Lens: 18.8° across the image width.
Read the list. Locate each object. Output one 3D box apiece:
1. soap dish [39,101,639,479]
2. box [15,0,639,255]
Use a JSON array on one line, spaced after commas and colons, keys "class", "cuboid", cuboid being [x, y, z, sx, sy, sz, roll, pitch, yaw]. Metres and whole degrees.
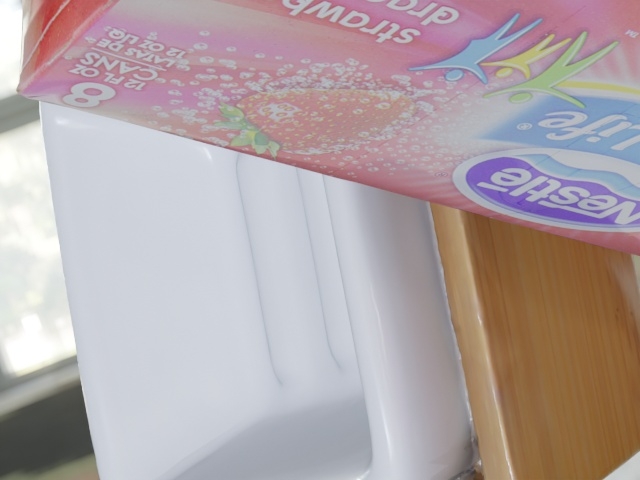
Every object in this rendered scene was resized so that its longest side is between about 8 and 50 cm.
[{"class": "soap dish", "cuboid": [0.000, 0.000, 0.718, 0.118, 0.229, 0.291, -7, -7, -27]}, {"class": "box", "cuboid": [0.086, -0.092, 0.499, 0.300, 0.154, 0.142, 13, -28, -31]}]
